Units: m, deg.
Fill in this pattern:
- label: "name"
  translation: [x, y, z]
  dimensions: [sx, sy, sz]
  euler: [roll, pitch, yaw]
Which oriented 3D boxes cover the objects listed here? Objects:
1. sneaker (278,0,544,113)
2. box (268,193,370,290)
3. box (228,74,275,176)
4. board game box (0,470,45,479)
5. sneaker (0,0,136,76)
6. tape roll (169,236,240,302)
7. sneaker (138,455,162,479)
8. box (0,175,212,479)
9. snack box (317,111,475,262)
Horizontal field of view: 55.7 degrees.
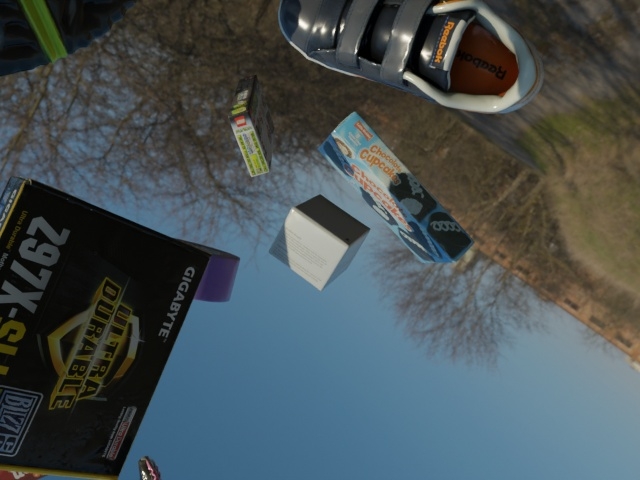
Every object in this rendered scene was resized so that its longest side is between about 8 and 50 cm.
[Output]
- label: "sneaker"
  translation: [0.097, -0.231, 0.681]
  dimensions: [0.321, 0.126, 0.127]
  euler: [18, -164, 6]
- label: "box"
  translation: [0.000, 0.000, 0.899]
  dimensions: [0.101, 0.087, 0.102]
  euler: [35, -153, 11]
- label: "box"
  translation: [-0.118, -0.209, 1.081]
  dimensions: [0.207, 0.036, 0.114]
  euler: [-93, -14, -59]
- label: "board game box"
  translation: [-0.650, 0.486, 1.473]
  dimensions: [0.027, 0.281, 0.145]
  euler: [175, 75, -75]
- label: "sneaker"
  translation: [-0.152, -0.206, 0.339]
  dimensions: [0.384, 0.145, 0.147]
  euler: [-33, -129, -27]
- label: "tape roll"
  translation: [-0.243, 0.046, 1.075]
  dimensions: [0.189, 0.080, 0.189]
  euler: [16, -178, 0]
- label: "sneaker"
  translation: [-0.224, 0.336, 0.769]
  dimensions: [0.057, 0.119, 0.047]
  euler: [-10, 180, -12]
- label: "box"
  translation: [-0.310, 0.116, 0.745]
  dimensions: [0.257, 0.322, 0.079]
  euler: [27, 172, -38]
- label: "snack box"
  translation: [0.135, -0.090, 1.156]
  dimensions: [0.322, 0.060, 0.187]
  euler: [47, 172, -5]
